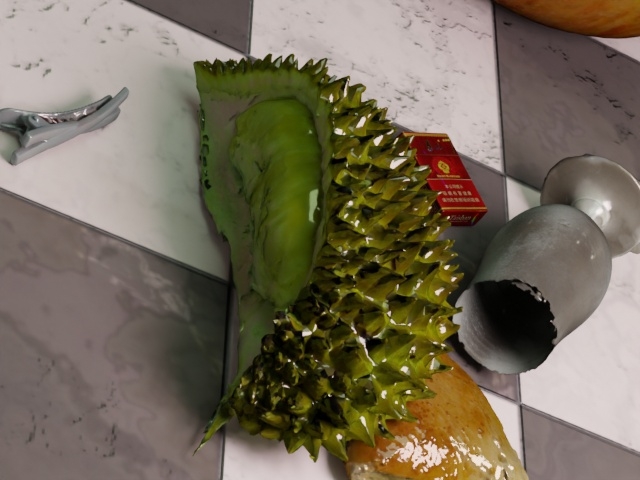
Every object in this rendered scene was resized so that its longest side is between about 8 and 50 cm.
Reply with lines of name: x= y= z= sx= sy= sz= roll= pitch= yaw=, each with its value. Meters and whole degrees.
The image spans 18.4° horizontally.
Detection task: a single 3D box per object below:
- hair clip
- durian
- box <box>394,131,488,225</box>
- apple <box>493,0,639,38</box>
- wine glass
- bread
hair clip: x=-0.182 y=-0.089 z=1.404 sx=0.039 sy=0.030 sz=0.115 roll=51 pitch=39 yaw=13
durian: x=0.000 y=0.000 z=1.402 sx=0.158 sy=0.169 sz=0.351 roll=43 pitch=30 yaw=-45
box: x=0.095 y=-0.050 z=1.604 sx=0.051 sy=0.023 sz=0.082 roll=0 pitch=54 yaw=-41
apple: x=0.256 y=-0.374 z=1.820 sx=0.400 sy=0.333 sz=0.400 roll=13 pitch=65 yaw=-31
wine glass: x=0.183 y=0.019 z=1.553 sx=0.103 sy=0.103 sz=0.222 roll=43 pitch=39 yaw=2
bread: x=0.082 y=0.124 z=1.408 sx=0.154 sy=0.054 sz=0.136 roll=20 pitch=40 yaw=-28
